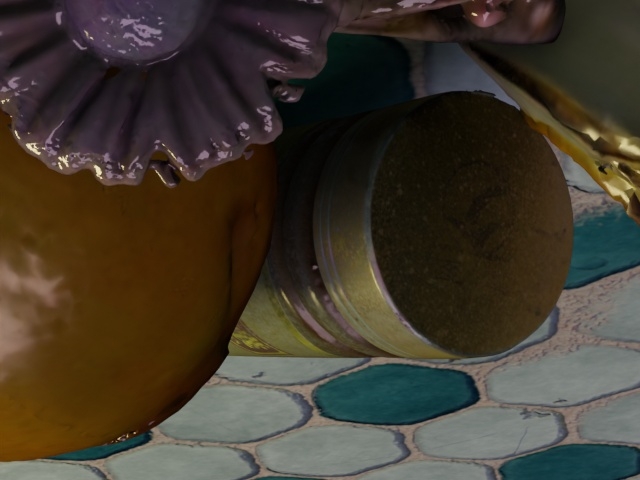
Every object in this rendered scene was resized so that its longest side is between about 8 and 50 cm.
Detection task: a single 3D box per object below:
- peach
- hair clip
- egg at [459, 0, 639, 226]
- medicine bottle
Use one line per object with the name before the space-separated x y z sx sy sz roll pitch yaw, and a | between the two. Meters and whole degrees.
peach | -0.197 -0.031 0.836 0.373 0.290 0.372 -4 113 -10
hair clip | -0.013 -0.114 0.698 0.300 0.173 0.069 -5 -176 -18
egg | 0.221 -0.093 0.863 0.174 0.264 0.286 -56 155 14
medicine bottle | 0.000 0.000 0.990 0.151 0.151 0.322 15 168 -31
